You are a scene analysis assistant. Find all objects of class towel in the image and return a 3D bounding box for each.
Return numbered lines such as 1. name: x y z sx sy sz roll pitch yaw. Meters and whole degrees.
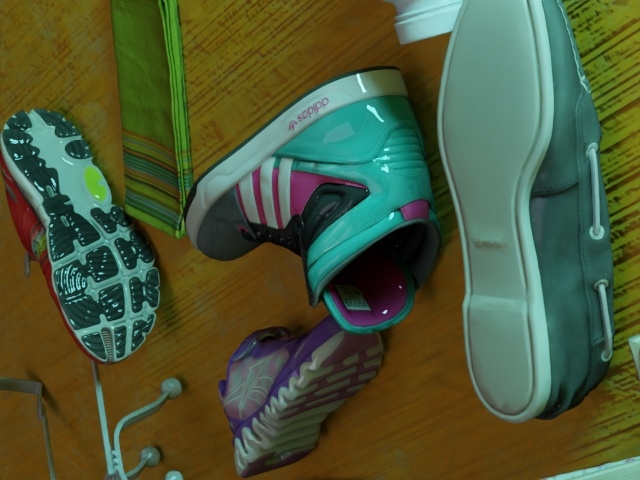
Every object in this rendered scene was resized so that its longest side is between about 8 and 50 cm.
1. towel: -0.161 -0.123 1.854 0.102 0.021 0.237 21 121 45

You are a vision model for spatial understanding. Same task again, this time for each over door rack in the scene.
1. over door rack: -0.228 0.192 2.034 0.324 0.108 0.239 62 145 36

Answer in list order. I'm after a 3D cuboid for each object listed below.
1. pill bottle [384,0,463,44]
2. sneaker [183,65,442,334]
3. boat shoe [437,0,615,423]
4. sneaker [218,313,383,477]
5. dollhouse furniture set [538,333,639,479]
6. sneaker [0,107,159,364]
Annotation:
1. pill bottle: 0.069 -0.228 1.451 0.087 0.087 0.160 -7 101 53
2. sneaker: 0.000 0.000 1.626 0.295 0.123 0.178 -38 66 51
3. boat shoe: 0.156 -0.035 1.442 0.112 0.095 0.335 13 111 48
4. sneaker: -0.030 0.114 1.742 0.104 0.095 0.236 64 145 21
5. dollhouse furniture set: 0.159 0.261 1.454 0.174 0.303 0.356 -86 -19 -86
6. sneaker: -0.241 0.004 1.969 0.279 0.107 0.118 67 154 21
